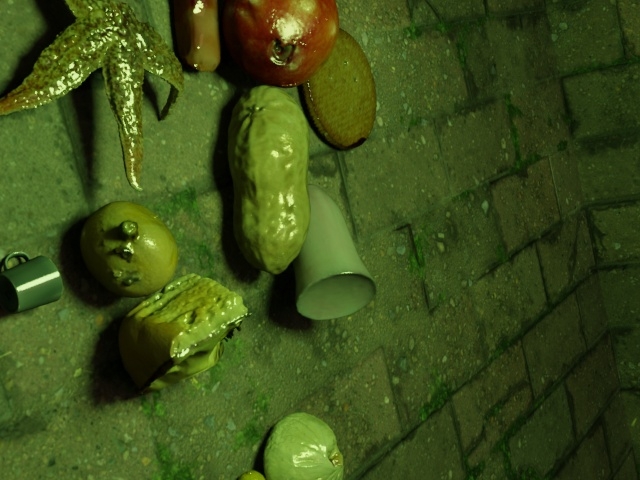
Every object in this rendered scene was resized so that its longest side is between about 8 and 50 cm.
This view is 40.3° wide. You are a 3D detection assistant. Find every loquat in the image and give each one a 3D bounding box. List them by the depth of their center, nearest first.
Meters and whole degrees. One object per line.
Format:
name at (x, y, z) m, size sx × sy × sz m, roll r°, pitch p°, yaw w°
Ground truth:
loquat at (-0.323, 0.013, 1.473) m, size 0.149 × 0.204 × 0.172 m, roll -36°, pitch 83°, yaw -16°

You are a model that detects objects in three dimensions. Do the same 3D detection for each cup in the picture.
cup at (-0.467, 0.062, 1.371) m, size 0.077 × 0.078 × 0.100 m, roll -24°, pitch 69°, yaw -47°

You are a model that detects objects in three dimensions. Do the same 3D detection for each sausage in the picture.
sausage at (-0.248, -0.479, 1.723) m, size 0.089 × 0.083 × 0.300 m, roll -5°, pitch 91°, yaw -59°

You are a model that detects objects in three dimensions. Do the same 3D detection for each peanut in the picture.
peanut at (-0.101, -0.124, 1.770) m, size 0.192 × 0.170 × 0.386 m, roll 45°, pitch 41°, yaw -85°

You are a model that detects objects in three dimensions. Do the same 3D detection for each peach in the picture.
peach at (-0.082, -0.435, 1.790) m, size 0.281 × 0.238 × 0.280 m, roll -11°, pitch 90°, yaw -75°

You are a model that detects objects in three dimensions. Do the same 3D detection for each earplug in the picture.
earplug at (0.000, 0.000, 1.871) m, size 0.172 × 0.172 × 0.301 m, roll 30°, pitch 35°, yaw -46°

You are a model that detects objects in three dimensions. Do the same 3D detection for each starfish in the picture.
starfish at (-0.386, -0.313, 1.497) m, size 0.398 × 0.132 × 0.383 m, roll 37°, pitch 61°, yaw -39°

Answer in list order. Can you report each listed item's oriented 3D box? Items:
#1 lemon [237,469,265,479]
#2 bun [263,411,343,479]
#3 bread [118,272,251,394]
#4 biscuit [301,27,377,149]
lemon at (-0.136, 0.493, 1.727) m, size 0.062 × 0.062 × 0.083 m, roll -25°, pitch 118°, yaw -51°
bun at (-0.019, 0.466, 1.813) m, size 0.220 × 0.134 × 0.220 m, roll 34°, pitch 50°, yaw -53°
bread at (-0.254, 0.166, 1.508) m, size 0.204 × 0.262 × 0.162 m, roll -36°, pitch 82°, yaw -33°
biscuit at (0.044, -0.369, 2.113) m, size 0.305 × 0.038 × 0.305 m, roll 12°, pitch 75°, yaw -52°
